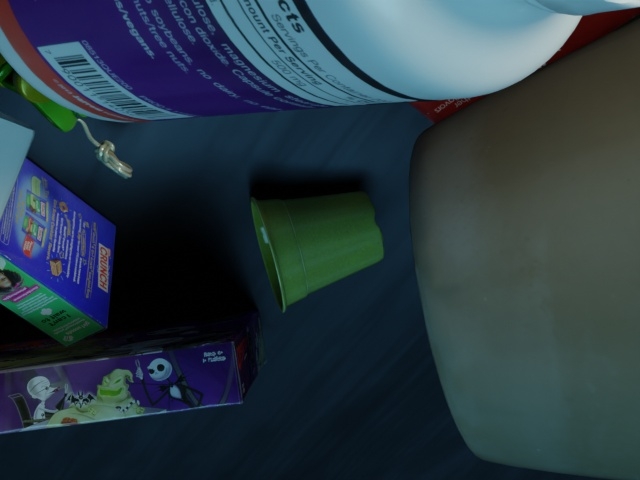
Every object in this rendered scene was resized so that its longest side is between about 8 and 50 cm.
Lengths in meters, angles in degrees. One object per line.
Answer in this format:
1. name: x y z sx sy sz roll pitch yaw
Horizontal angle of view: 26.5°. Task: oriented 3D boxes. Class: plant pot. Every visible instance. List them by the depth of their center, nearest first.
1. plant pot: 0.206 0.007 0.721 0.280 0.323 0.323 -12 140 16
2. plant pot: 0.000 0.000 0.944 0.079 0.083 0.083 -15 140 -8

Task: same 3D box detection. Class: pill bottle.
1. pill bottle: -0.005 -0.147 0.587 0.323 0.181 0.181 1 153 46

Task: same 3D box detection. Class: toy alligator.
1. toy alligator: -0.167 -0.107 0.815 0.190 0.056 0.051 40 82 -40

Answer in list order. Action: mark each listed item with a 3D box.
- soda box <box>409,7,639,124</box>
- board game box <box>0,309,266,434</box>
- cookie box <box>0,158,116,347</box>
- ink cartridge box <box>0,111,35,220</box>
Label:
1. soda box: 0.141 -0.171 0.746 0.263 0.083 0.092 -32 132 29
2. board game box: -0.218 0.101 0.960 0.347 0.056 0.208 -8 178 2
3. cookie box: -0.188 0.006 0.910 0.040 0.091 0.107 -25 136 25
4. ink cartridge box: -0.281 0.031 0.751 0.115 0.198 0.272 23 89 -30
